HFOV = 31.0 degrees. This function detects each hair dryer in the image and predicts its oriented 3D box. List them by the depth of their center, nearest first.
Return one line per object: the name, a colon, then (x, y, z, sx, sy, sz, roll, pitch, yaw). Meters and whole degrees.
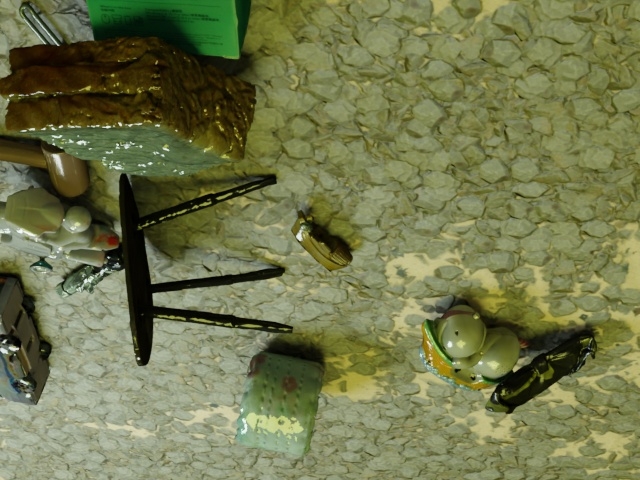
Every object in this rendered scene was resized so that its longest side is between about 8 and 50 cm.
hair dryer: (-0.463, -0.135, 1.855, 0.182, 0.064, 0.117, 12, 142, 8)

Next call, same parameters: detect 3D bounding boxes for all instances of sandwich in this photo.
sandwich: (-0.247, -0.176, 1.610, 0.262, 0.131, 0.325, 0, 172, 25)

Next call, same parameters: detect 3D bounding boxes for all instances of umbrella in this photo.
umbrella: (-0.408, 0.063, 2.077, 0.188, 0.046, 0.050, -27, 84, 34)

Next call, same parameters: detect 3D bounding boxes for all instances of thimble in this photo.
thimble: (-0.077, 0.317, 2.217, 0.149, 0.185, 0.211, 10, 154, 1)

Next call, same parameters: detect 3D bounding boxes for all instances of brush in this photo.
brush: (-0.364, -0.247, 1.722, 0.062, 0.027, 0.266, -14, 135, 25)

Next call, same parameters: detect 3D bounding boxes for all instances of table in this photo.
table: (-0.183, 0.029, 1.886, 0.249, 0.317, 0.317, -6, 139, -3)

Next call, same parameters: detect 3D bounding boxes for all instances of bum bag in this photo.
bum bag: (0.396, 0.243, 2.082, 0.232, 0.060, 0.106, -30, 152, -1)

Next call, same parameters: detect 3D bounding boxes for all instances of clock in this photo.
clock: (0.270, 0.192, 2.072, 0.231, 0.103, 0.144, 27, 125, -29)

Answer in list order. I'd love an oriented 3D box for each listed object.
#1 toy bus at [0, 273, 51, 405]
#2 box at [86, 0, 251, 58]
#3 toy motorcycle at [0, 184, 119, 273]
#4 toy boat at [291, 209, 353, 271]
toy bus: (-0.613, 0.196, 2.227, 0.138, 0.112, 0.317, 8, 139, 7)
box: (-0.199, -0.385, 1.461, 0.205, 0.118, 0.311, 3, 141, 4)
toy motorcycle: (-0.440, -0.020, 1.899, 0.171, 0.110, 0.260, -13, 157, 38)
toy boat: (0.000, 0.000, 1.937, 0.049, 0.047, 0.149, -29, 131, 19)
